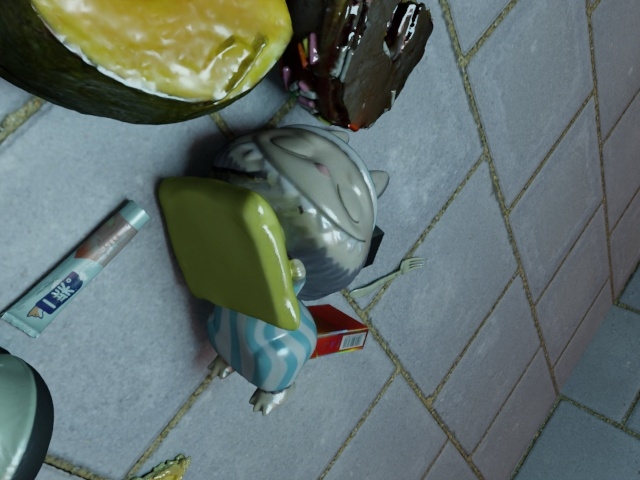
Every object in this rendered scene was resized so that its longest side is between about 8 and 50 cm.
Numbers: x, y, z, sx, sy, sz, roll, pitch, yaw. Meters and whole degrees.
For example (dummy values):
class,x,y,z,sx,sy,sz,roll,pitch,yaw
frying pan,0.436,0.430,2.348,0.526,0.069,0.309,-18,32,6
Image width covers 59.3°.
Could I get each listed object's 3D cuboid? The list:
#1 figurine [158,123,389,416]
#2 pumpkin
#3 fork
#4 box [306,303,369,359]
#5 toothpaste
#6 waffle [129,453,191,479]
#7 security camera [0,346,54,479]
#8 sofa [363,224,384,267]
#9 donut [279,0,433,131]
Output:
class,x,y,z,sx,sy,sz,roll,pitch,yaw
figurine,0.000,0.000,0.826,0.377,0.266,0.362,-27,132,-34
pumpkin,-0.199,-0.242,0.540,0.303,0.225,0.256,-11,112,-36
fork,0.142,0.079,1.188,0.219,0.028,0.034,-21,131,-34
box,-0.011,0.161,0.997,0.175,0.112,0.048,3,108,-46
toothpaste,-0.297,0.033,0.700,0.205,0.036,0.056,-47,135,-13
waffle,-0.300,0.385,0.865,0.191,0.032,0.125,28,89,-50
security camera,-0.419,0.166,0.521,0.197,0.191,0.277,-54,137,-10
sofa,0.040,0.018,1.032,0.147,0.060,0.085,-20,139,-39
donut,0.049,-0.285,0.775,0.259,0.136,0.345,-61,163,6
